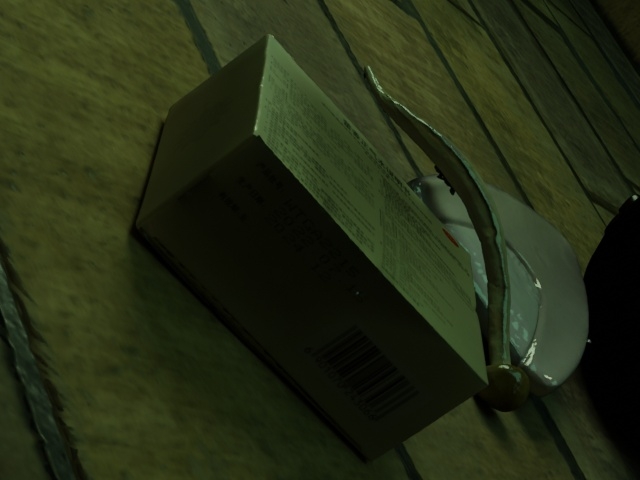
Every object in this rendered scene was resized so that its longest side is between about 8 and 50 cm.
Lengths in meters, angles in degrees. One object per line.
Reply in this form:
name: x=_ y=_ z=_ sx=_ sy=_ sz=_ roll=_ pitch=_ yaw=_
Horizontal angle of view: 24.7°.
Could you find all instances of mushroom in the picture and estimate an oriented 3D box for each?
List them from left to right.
mushroom: x=0.109 y=-0.010 z=1.157 sx=0.068 sy=0.043 sz=0.306 roll=5 pitch=61 yaw=-45

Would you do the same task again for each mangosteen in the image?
mangosteen: x=0.391 y=0.079 z=1.379 sx=0.297 sy=0.297 sz=0.313 roll=26 pitch=43 yaw=-53

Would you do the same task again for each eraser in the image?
eraser: x=0.166 y=0.030 z=1.275 sx=0.204 sy=0.059 sz=0.243 roll=55 pitch=24 yaw=9

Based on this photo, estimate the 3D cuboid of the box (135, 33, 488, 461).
box: x=0.000 y=0.000 z=0.892 sx=0.212 sy=0.095 sz=0.168 roll=47 pitch=22 yaw=-20
